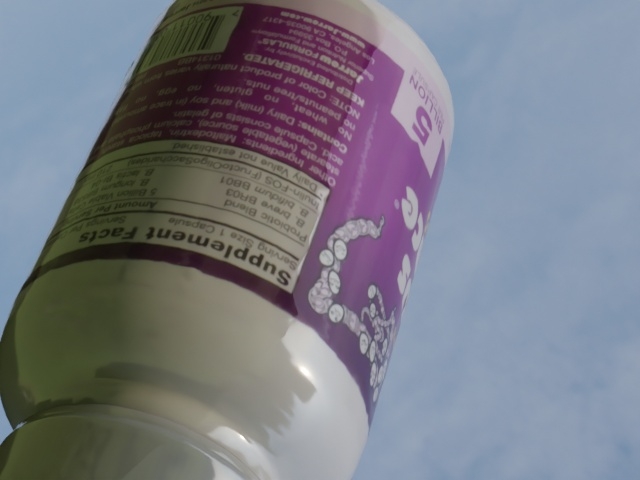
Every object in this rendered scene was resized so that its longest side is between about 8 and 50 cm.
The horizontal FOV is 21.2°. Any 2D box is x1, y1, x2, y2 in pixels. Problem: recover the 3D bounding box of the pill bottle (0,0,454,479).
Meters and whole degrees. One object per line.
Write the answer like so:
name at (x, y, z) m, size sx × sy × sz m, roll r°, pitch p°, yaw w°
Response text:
pill bottle at (-0.047, 0.029, 0.784) m, size 0.169 × 0.169 × 0.301 m, roll -15°, pitch -140°, yaw 35°
